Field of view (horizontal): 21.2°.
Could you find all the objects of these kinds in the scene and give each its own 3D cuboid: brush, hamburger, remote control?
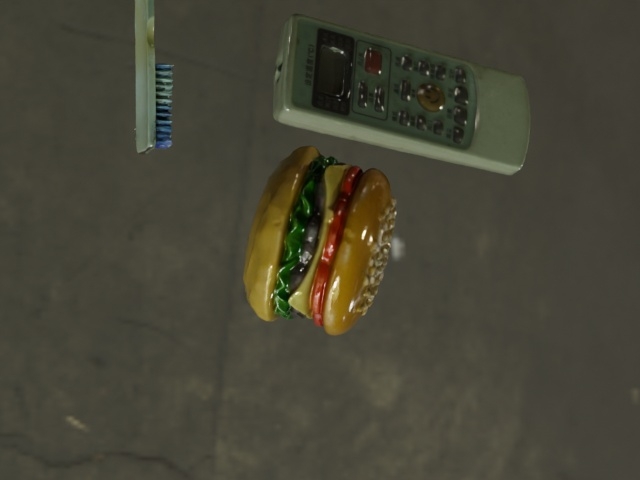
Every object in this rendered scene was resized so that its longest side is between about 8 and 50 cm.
[{"bbox_3d":[-0.140,-0.162,1.440,0.030,0.033,0.179,0,85,-20],"label":"brush"},{"bbox_3d":[0.000,0.000,1.442,0.162,0.115,0.162,14,90,-83],"label":"hamburger"},{"bbox_3d":[0.090,-0.152,1.804,0.285,0.038,0.123,14,66,-16],"label":"remote control"}]
